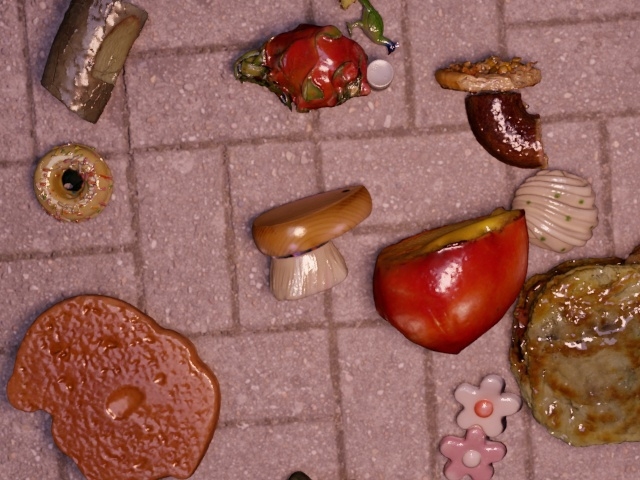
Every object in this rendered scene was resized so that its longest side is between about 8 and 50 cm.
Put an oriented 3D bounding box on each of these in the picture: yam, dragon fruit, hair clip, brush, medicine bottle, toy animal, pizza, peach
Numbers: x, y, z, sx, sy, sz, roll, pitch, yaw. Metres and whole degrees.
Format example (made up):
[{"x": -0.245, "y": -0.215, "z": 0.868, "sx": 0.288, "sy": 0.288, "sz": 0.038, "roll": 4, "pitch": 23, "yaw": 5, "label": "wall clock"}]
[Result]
[{"x": -0.467, "y": -0.381, "z": 1.749, "sx": 0.154, "sy": 0.154, "sz": 0.254, "roll": 27, "pitch": 98, "yaw": -1, "label": "yam"}, {"x": -0.036, "y": -0.329, "z": 1.717, "sx": 0.269, "sy": 0.198, "sz": 0.200, "roll": -17, "pitch": 51, "yaw": 4, "label": "dragon fruit"}, {"x": 0.333, "y": 0.397, "z": 1.823, "sx": 0.146, "sy": 0.075, "sz": 0.257, "roll": 13, "pitch": 98, "yaw": -5, "label": "hair clip"}, {"x": 0.000, "y": 0.000, "z": 1.763, "sx": 0.266, "sy": 0.174, "sz": 0.166, "roll": -23, "pitch": 106, "yaw": -14, "label": "brush"}, {"x": 0.120, "y": -0.336, "z": 1.765, "sx": 0.058, "sy": 0.091, "sz": 0.058, "roll": 0, "pitch": 93, "yaw": 1, "label": "medicine bottle"}, {"x": 0.075, "y": -0.470, "z": 1.785, "sx": 0.075, "sy": 0.041, "sz": 0.217, "roll": -34, "pitch": 89, "yaw": 1, "label": "toy animal"}, {"x": 0.346, "y": -0.335, "z": 1.733, "sx": 0.226, "sy": 0.147, "sz": 0.069, "roll": -3, "pitch": 106, "yaw": 2, "label": "pizza"}, {"x": 0.266, "y": 0.053, "z": 1.701, "sx": 0.281, "sy": 0.281, "sz": 0.338, "roll": 35, "pitch": 98, "yaw": -1, "label": "peach"}]

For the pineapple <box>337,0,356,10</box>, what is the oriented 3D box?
[{"x": 0.074, "y": -0.558, "z": 1.743, "sx": 0.249, "sy": 0.140, "sz": 0.164, "roll": -3, "pitch": 126, "yaw": -20, "label": "pineapple"}]

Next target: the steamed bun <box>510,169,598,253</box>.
[{"x": 0.486, "y": -0.061, "z": 1.771, "sx": 0.182, "sy": 0.106, "sz": 0.183, "roll": 0, "pitch": 95, "yaw": 0, "label": "steamed bun"}]

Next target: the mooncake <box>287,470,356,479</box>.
[{"x": 0.004, "y": 0.553, "z": 1.818, "sx": 0.175, "sy": 0.104, "sz": 0.168, "roll": 39, "pitch": 97, "yaw": 1, "label": "mooncake"}]

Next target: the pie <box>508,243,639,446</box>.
[{"x": 0.590, "y": 0.234, "z": 1.755, "sx": 0.395, "sy": 0.180, "sz": 0.418, "roll": -15, "pitch": 100, "yaw": 1, "label": "pie"}]

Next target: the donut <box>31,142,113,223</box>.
[{"x": -0.521, "y": -0.119, "z": 1.801, "sx": 0.174, "sy": 0.068, "sz": 0.175, "roll": 0, "pitch": 93, "yaw": 1, "label": "donut"}]

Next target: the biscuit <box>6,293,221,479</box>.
[{"x": -0.412, "y": 0.311, "z": 1.781, "sx": 0.350, "sy": 0.078, "sz": 0.455, "roll": -44, "pitch": 91, "yaw": 6, "label": "biscuit"}]

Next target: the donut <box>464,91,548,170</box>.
[{"x": 0.384, "y": -0.218, "z": 1.758, "sx": 0.144, "sy": 0.126, "sz": 0.187, "roll": -14, "pitch": 93, "yaw": 9, "label": "donut"}]
